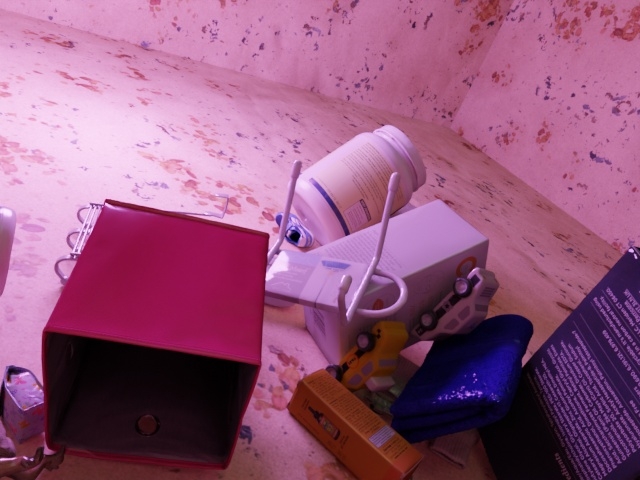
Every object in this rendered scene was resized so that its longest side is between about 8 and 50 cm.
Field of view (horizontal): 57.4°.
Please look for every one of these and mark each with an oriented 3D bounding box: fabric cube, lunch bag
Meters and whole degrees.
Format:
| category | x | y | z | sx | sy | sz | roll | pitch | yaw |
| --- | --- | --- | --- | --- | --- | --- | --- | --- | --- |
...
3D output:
| category | x | y | z | sx | sy | sz | roll | pitch | yaw |
| --- | --- | --- | --- | --- | --- | --- | --- | --- | --- |
| fabric cube | -0.225 | 0.136 | 0.839 | 0.254 | 0.259 | 0.258 | 11 | 37 | -12 |
| lunch bag | -0.412 | 0.221 | 0.800 | 0.083 | 0.071 | 0.053 | 40 | 34 | 27 |

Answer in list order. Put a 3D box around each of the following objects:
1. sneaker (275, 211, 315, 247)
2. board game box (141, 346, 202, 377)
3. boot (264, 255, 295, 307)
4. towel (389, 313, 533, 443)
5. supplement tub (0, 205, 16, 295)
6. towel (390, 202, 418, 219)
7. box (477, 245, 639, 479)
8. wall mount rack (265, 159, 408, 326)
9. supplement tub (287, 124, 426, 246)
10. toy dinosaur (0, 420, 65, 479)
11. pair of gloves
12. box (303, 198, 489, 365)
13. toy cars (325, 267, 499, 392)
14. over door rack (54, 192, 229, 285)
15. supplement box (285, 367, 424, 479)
| category | x | y | z | sx | sy | sz | roll | pitch | yaw |
| --- | --- | --- | --- | --- | --- | --- | --- | --- | --- |
| sneaker | -0.079 | -0.031 | 1.589 | 0.144 | 0.053 | 0.059 | 38 | 31 | 29 |
| board game box | -0.249 | 0.168 | 1.065 | 0.160 | 0.047 | 0.210 | 27 | 27 | 6 |
| boot | -0.168 | 0.069 | 1.299 | 0.258 | 0.095 | 0.123 | 22 | 16 | -16 |
| towel | 0.260 | 0.238 | 1.075 | 0.076 | 0.228 | 0.308 | 59 | 32 | -4 |
| supplement tub | -0.565 | 0.006 | 0.853 | 0.200 | 0.144 | 0.144 | 10 | 29 | -29 |
| towel | 0.271 | -0.048 | 1.782 | 0.187 | 0.049 | 0.282 | 36 | 24 | 16 |
| box | 0.619 | 0.313 | 0.993 | 0.480 | 0.471 | 0.297 | 13 | 34 | -21 |
| wall mount rack | 0.000 | 0.000 | 1.056 | 0.350 | 0.130 | 0.304 | 11 | 45 | 20 |
| supplement tub | 0.101 | -0.146 | 1.592 | 0.325 | 0.235 | 0.235 | -35 | 51 | -12 |
| toy dinosaur | -0.419 | 0.274 | 0.647 | 0.200 | 0.127 | 0.295 | 11 | 40 | -7 |
| pair of gloves | 0.213 | 0.322 | 1.165 | 0.240 | 0.042 | 0.204 | 32 | 27 | 19 |
| box | 0.146 | 0.094 | 1.195 | 0.345 | 0.215 | 0.168 | -21 | 43 | -18 |
| toy cars | 0.181 | 0.189 | 1.089 | 0.394 | 0.176 | 0.087 | -27 | 58 | -13 |
| over door rack | -0.345 | 0.006 | 1.196 | 0.324 | 0.108 | 0.239 | -4 | 31 | -9 |
| supplement box | 0.054 | 0.322 | 0.988 | 0.233 | 0.078 | 0.080 | 37 | 28 | 24 |
